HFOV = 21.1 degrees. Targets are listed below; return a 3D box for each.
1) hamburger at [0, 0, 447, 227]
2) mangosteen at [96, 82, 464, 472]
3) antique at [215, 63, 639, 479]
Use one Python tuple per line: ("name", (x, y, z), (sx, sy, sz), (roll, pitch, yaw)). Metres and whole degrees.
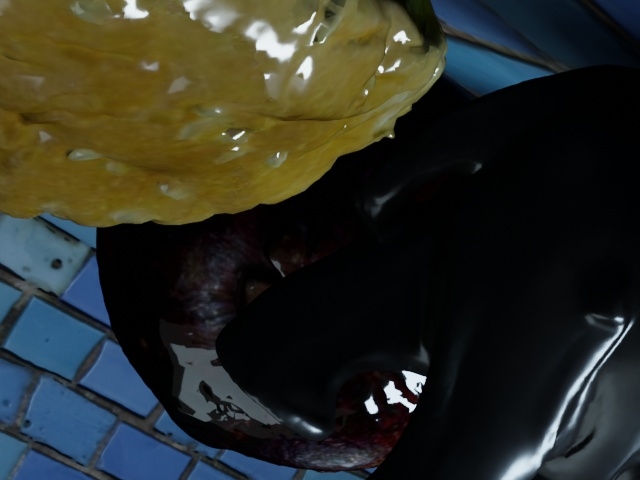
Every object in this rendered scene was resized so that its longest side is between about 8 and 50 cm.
("hamburger", (-0.114, -0.123, 0.475), (0.329, 0.162, 0.209), (13, 160, 1))
("mangosteen", (-0.005, 0.010, 1.161), (0.297, 0.297, 0.293), (32, 175, -16))
("antique", (0.148, 0.063, 0.809), (0.322, 0.255, 0.185), (40, -174, -20))
